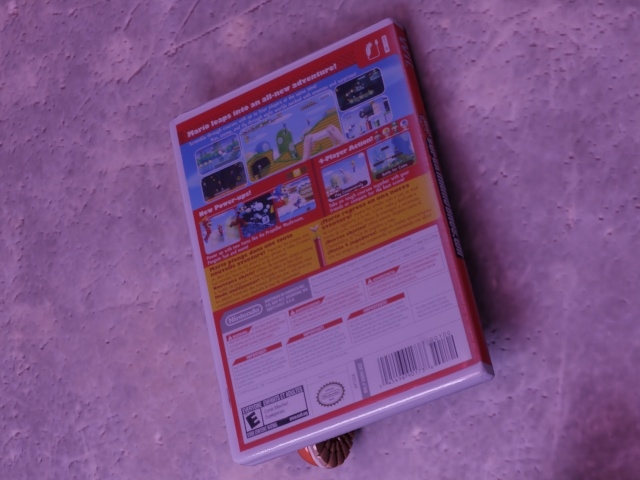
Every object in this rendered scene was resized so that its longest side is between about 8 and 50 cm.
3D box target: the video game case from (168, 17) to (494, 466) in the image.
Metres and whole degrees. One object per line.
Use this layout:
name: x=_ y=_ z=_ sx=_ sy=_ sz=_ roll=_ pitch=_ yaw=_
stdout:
video game case: x=0.000 y=0.000 z=1.187 sx=0.204 sy=0.025 sz=0.285 roll=-23 pitch=65 yaw=22

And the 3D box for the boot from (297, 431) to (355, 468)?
boot: x=-0.026 y=0.107 z=1.228 sx=0.084 sy=0.059 sz=0.158 roll=-32 pitch=62 yaw=32
